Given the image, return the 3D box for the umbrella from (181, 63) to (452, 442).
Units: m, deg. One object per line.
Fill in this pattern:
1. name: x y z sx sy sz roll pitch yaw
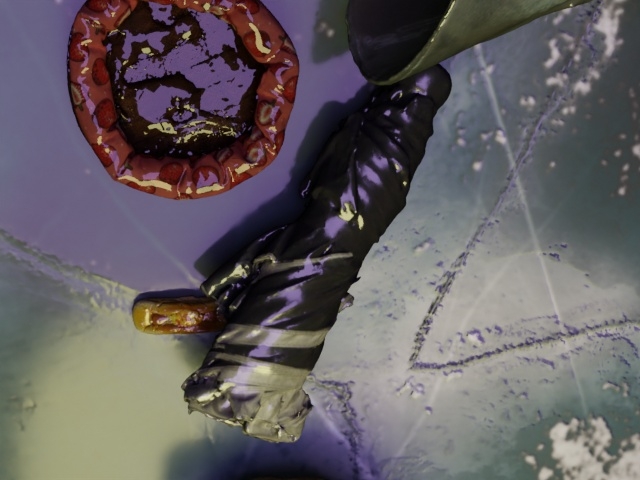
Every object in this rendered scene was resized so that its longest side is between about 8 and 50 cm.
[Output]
1. umbrella: 0.002 0.001 0.939 0.113 0.106 0.358 32 85 -43

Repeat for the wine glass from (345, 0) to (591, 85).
1. wine glass: 0.253 -0.213 0.859 0.406 0.267 0.267 9 100 -15

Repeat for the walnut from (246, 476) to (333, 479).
1. walnut: -0.019 0.328 0.935 0.248 0.248 0.248 -2 102 -10

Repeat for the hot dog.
1. hot dog: -0.118 0.066 0.957 0.090 0.034 0.030 -2 103 -11

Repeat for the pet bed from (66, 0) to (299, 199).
1. pet bed: -0.113 -0.128 0.907 0.201 0.053 0.201 -4 108 -11
